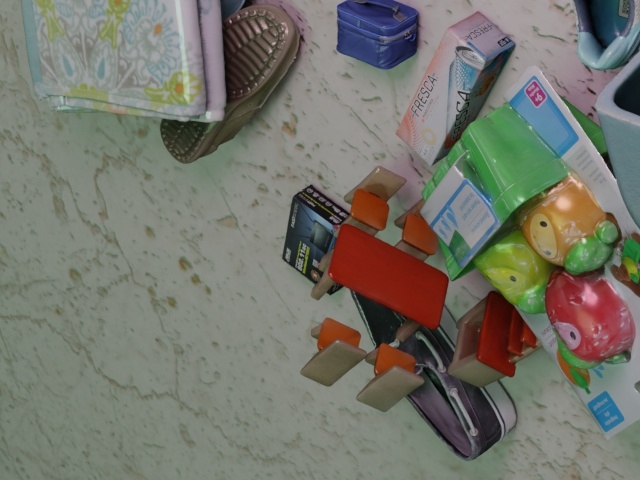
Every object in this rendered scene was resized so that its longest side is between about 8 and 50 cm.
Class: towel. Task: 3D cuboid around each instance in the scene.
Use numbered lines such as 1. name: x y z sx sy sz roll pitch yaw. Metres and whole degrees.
1. towel: -0.255 -0.335 2.005 0.320 0.090 0.374 9 111 40

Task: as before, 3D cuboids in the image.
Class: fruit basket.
1. fruit basket: 0.256 0.030 1.691 0.353 0.165 0.327 62 158 13

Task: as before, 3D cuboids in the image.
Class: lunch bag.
1. lunch bag: 0.067 -0.246 1.837 0.098 0.067 0.065 25 133 33

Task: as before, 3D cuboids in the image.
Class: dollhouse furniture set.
1. dollhouse furniture set: 0.126 0.066 1.874 0.259 0.262 0.135 26 144 -16

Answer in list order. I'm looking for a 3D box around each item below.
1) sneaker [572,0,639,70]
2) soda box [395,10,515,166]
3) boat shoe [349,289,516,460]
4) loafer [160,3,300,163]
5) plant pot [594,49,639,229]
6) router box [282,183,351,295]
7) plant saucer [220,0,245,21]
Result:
1. sneaker: 0.286 -0.292 1.518 0.110 0.122 0.283 15 127 40
2. soda box: 0.151 -0.170 1.808 0.063 0.058 0.183 44 142 16
3. boat shoe: 0.120 0.151 2.038 0.301 0.102 0.108 53 143 5
4. loafer: -0.110 -0.207 2.046 0.102 0.092 0.268 52 127 9
5. plant pot: 0.424 -0.068 1.445 0.248 0.247 0.252 27 149 33
6. router box: 0.000 0.000 2.113 0.092 0.038 0.122 37 139 25
7. plant saucer: -0.186 -0.418 2.010 0.317 0.044 0.317 27 133 33
